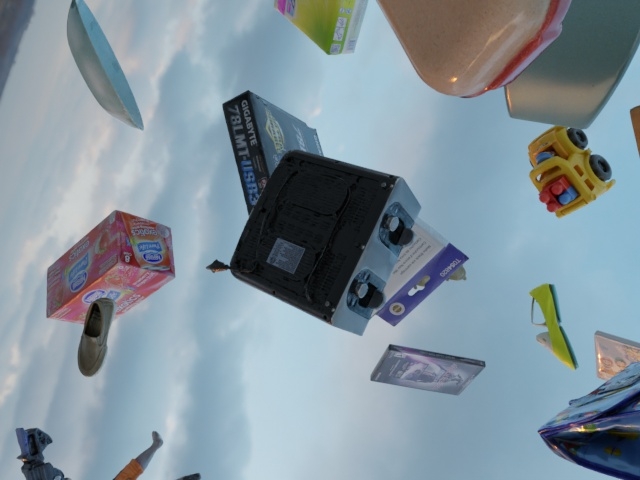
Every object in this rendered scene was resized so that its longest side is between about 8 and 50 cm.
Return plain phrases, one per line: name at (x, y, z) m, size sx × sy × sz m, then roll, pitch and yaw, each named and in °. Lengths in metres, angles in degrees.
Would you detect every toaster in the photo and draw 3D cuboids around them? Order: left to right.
toaster at (0.000, 0.000, 0.620) m, size 0.186 × 0.110 × 0.168 m, roll 20°, pitch -99°, yaw 35°

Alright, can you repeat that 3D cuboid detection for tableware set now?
tableware set at (0.251, 0.051, 1.296) m, size 0.020 × 0.169 × 0.141 m, roll 103°, pitch -29°, yaw -43°

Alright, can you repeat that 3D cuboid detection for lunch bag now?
lunch bag at (0.435, 0.208, 0.675) m, size 0.293 × 0.221 × 0.138 m, roll -33°, pitch -100°, yaw 60°

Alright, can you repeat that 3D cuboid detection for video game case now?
video game case at (0.299, 0.371, 1.576) m, size 0.196 × 0.275 × 0.026 m, roll 108°, pitch -8°, yaw -49°
video game case at (0.683, 0.276, 1.210) m, size 0.019 × 0.143 × 0.157 m, roll -38°, pitch -145°, yaw -29°

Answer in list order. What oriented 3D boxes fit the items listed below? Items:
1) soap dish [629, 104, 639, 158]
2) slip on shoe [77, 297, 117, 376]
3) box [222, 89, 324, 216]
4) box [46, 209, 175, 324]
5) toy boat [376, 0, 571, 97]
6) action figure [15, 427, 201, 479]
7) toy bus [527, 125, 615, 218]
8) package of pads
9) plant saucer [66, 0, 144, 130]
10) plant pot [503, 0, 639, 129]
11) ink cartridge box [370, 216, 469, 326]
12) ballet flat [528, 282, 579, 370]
soap dish at (0.338, -0.005, 0.269) m, size 0.229 × 0.291 × 0.118 m, roll 8°, pitch -99°, yaw 64°
slip on shoe at (-0.376, 0.161, 0.919) m, size 0.041 × 0.052 × 0.135 m, roll 24°, pitch 84°, yaw -80°
box at (-0.058, -0.118, 1.114) m, size 0.073 × 0.293 × 0.295 m, roll -20°, pitch -103°, yaw 24°
box at (-0.418, 0.064, 1.095) m, size 0.257 × 0.128 × 0.122 m, roll -32°, pitch -124°, yaw 29°
toy boat at (0.134, -0.240, 0.459) m, size 0.231 × 0.151 × 0.151 m, roll 66°, pitch -28°, yaw 14°
action figure at (-0.391, 0.456, 0.944) m, size 0.179 × 0.330 × 0.341 m, roll -19°, pitch -87°, yaw 48°
toy bus at (0.610, -0.167, 1.418) m, size 0.220 × 0.211 × 0.149 m, roll 55°, pitch -38°, yaw 3°
package of pads at (0.005, -0.615, 1.328) m, size 0.296 × 0.101 × 0.229 m, roll 52°, pitch -40°, yaw 35°
plant saucer at (-0.305, -0.238, 0.767) m, size 0.038 × 0.194 × 0.195 m, roll -23°, pitch -139°, yaw -5°
plant pot at (0.322, -0.274, 0.707) m, size 0.165 × 0.166 × 0.234 m, roll -56°, pitch 152°, yaw -44°
ink cartridge box at (0.121, 0.046, 1.033) m, size 0.223 × 0.224 × 0.045 m, roll -49°, pitch -171°, yaw 27°
ballet flat at (0.562, 0.213, 1.356) m, size 0.077 × 0.077 × 0.230 m, roll -18°, pitch -126°, yaw 22°
